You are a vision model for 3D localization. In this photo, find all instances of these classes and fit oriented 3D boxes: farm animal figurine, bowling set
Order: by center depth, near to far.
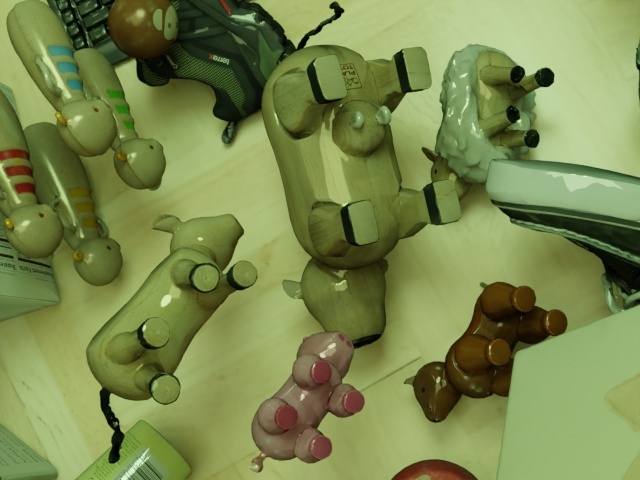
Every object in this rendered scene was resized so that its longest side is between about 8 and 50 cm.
[{"bbox_3d":[0.000,0.000,0.825,0.330,0.172,0.326,7,82,-24],"label":"farm animal figurine"},{"bbox_3d":[-0.179,-0.088,0.832,0.200,0.287,0.154,-33,72,11],"label":"bowling set"}]

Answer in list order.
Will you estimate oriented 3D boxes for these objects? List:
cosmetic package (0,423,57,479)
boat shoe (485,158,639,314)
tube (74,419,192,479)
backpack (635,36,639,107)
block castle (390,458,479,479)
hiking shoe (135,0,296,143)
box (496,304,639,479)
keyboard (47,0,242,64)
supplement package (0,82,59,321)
[{"bbox_3d":[-0.340,0.203,0.888,0.151,0.184,0.151,34,92,15],"label":"cosmetic package"},{"bbox_3d":[0.252,0.019,0.782,0.306,0.113,0.104,13,97,-16],"label":"boat shoe"},{"bbox_3d":[-0.205,0.242,0.873,0.240,0.070,0.062,-44,114,-19],"label":"tube"},{"bbox_3d":[0.325,-0.139,0.728,0.225,0.253,0.191,14,79,25],"label":"backpack"},{"bbox_3d":[0.049,0.409,0.760,0.303,0.213,0.453,-24,81,4],"label":"block castle"},{"bbox_3d":[-0.125,-0.183,0.915,0.227,0.086,0.114,44,101,-8],"label":"hiking shoe"},{"bbox_3d":[0.184,0.198,0.660,0.121,0.311,0.148,-28,119,35],"label":"box"},{"bbox_3d":[-0.107,-0.296,0.980,0.317,0.033,0.201,-25,77,8],"label":"keyboard"},{"bbox_3d":[-0.353,-0.021,0.939,0.194,0.149,0.203,-17,79,11],"label":"supplement package"}]
